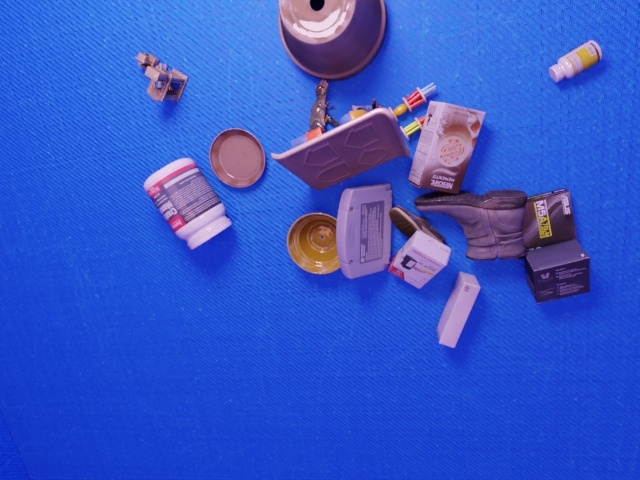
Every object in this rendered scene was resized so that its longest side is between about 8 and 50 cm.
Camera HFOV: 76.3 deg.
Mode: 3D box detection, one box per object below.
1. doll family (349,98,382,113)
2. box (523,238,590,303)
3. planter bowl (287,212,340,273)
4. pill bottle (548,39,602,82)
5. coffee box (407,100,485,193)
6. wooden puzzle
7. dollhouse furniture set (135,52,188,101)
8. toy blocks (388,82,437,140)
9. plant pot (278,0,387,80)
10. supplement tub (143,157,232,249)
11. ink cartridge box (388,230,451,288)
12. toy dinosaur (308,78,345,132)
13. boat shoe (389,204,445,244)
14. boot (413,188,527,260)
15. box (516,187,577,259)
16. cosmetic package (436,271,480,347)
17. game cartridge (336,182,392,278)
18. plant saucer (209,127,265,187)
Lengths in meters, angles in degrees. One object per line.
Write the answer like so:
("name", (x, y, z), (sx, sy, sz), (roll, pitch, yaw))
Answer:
("doll family", (0.121, -0.353, 1.253), (0.193, 0.112, 0.075), (-38, 66, 58))
("box", (0.734, 0.098, 1.268), (0.156, 0.093, 0.158), (-16, 127, 15))
("planter bowl", (0.000, 0.000, 1.402), (0.217, 0.090, 0.217), (3, 107, 9))
("pill bottle", (0.702, -0.491, 1.127), (0.116, 0.065, 0.065), (-28, 100, 18))
("coffee box", (0.372, -0.275, 1.219), (0.141, 0.098, 0.246), (7, 110, -14))
("wooden puzzle", (0.068, -0.270, 1.207), (0.348, 0.322, 0.080), (-17, 75, 17))
("dollhouse furniture set", (-0.548, -0.518, 1.293), (0.161, 0.182, 0.101), (31, 110, 0))
("toy blocks", (0.301, -0.395, 1.240), (0.148, 0.054, 0.123), (-31, 99, 18))
("plant pot", (0.016, -0.612, 1.107), (0.324, 0.280, 0.322), (3, 109, 10))
("supplement tub", (-0.449, -0.125, 1.395), (0.191, 0.191, 0.272), (-30, 99, 18))
("ink cartridge box", (0.320, 0.065, 1.329), (0.128, 0.072, 0.175), (30, 144, 1))
("toy dinosaur", (0.007, -0.368, 1.305), (0.118, 0.064, 0.268), (24, 114, 9))
("boat shoe", (0.321, -0.043, 1.338), (0.224, 0.080, 0.073), (41, 66, -10))
("boot", (0.463, -0.039, 1.277), (0.339, 0.118, 0.222), (4, 114, 24))
("box", (0.691, -0.049, 1.281), (0.184, 0.045, 0.190), (-13, 105, 17))
("cosmetic package", (0.466, 0.235, 1.386), (0.061, 0.099, 0.238), (16, 110, 3))
("game cartridge", (0.143, -0.031, 1.326), (0.198, 0.062, 0.297), (-10, 109, -27))
("plant saucer", (-0.280, -0.282, 1.395), (0.199, 0.036, 0.198), (3, 108, 9))
